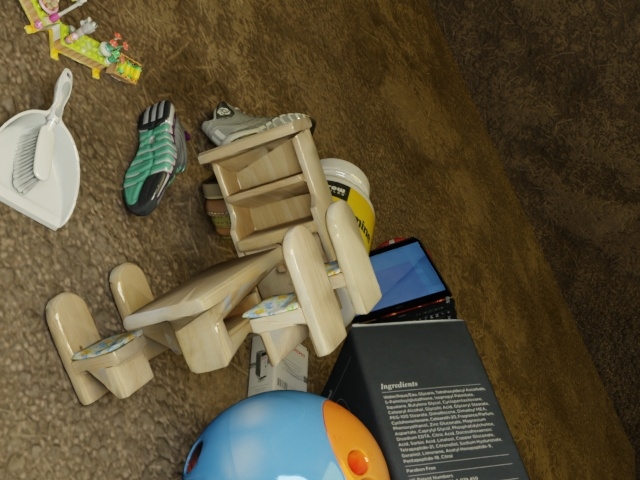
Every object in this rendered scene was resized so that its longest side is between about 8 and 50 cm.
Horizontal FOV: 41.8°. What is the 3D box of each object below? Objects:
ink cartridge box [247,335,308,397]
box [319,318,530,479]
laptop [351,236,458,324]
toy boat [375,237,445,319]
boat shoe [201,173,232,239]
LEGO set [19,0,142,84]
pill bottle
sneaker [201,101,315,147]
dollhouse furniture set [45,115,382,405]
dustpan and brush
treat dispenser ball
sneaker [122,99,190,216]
[{"bbox_3d":[-0.071,0.234,1.417,0.099,0.056,0.135,42,40,-43],"label":"ink cartridge box"},{"bbox_3d":[0.152,0.370,1.330,0.212,0.293,0.395,-2,50,-19],"label":"box"},{"bbox_3d":[0.137,0.162,1.647,0.137,0.234,0.264,27,51,-51],"label":"laptop"},{"bbox_3d":[0.186,0.106,1.838,0.151,0.151,0.231,30,44,-78],"label":"toy boat"},{"bbox_3d":[-0.121,-0.083,1.492,0.307,0.111,0.104,-37,121,-62],"label":"boat shoe"},{"bbox_3d":[-0.347,-0.334,1.222,0.287,0.107,0.132,53,33,-30],"label":"LEGO set"},{"bbox_3d":[0.000,0.000,1.550,0.188,0.188,0.333,53,32,-30],"label":"pill bottle"},{"bbox_3d":[-0.119,-0.215,1.523,0.132,0.086,0.229,40,35,26],"label":"sneaker"},{"bbox_3d":[-0.120,0.002,1.135,0.394,0.362,0.256,-35,107,-62],"label":"dollhouse furniture set"},{"bbox_3d":[-0.367,-0.139,1.113,0.147,0.060,0.211,38,42,-46],"label":"dustpan and brush"},{"bbox_3d":[-0.046,0.348,1.140,0.288,0.288,0.288,39,41,-45],"label":"treat dispenser ball"},{"bbox_3d":[-0.240,-0.114,1.311,0.098,0.083,0.223,51,33,-45],"label":"sneaker"}]
